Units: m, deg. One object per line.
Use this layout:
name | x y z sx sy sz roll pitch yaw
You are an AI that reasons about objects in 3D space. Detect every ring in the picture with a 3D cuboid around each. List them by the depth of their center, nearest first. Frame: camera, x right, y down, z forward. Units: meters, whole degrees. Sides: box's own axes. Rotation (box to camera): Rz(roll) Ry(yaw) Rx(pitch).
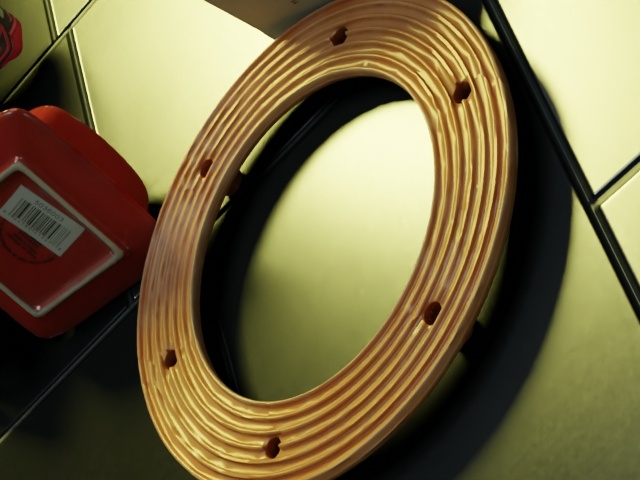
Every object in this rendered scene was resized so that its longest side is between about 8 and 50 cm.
ring | 0.000 0.000 1.105 0.336 0.032 0.337 -27 50 38

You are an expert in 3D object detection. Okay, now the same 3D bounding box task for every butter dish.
butter dish | -0.197 -0.034 1.287 0.160 0.160 0.118 -34 23 33

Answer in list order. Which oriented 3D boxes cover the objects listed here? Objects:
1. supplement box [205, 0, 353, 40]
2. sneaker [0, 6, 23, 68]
supplement box | -0.019 -0.265 1.208 0.114 0.111 0.220 -18 57 45
sneaker | -0.350 -0.080 1.513 0.299 0.112 0.121 -59 35 30
